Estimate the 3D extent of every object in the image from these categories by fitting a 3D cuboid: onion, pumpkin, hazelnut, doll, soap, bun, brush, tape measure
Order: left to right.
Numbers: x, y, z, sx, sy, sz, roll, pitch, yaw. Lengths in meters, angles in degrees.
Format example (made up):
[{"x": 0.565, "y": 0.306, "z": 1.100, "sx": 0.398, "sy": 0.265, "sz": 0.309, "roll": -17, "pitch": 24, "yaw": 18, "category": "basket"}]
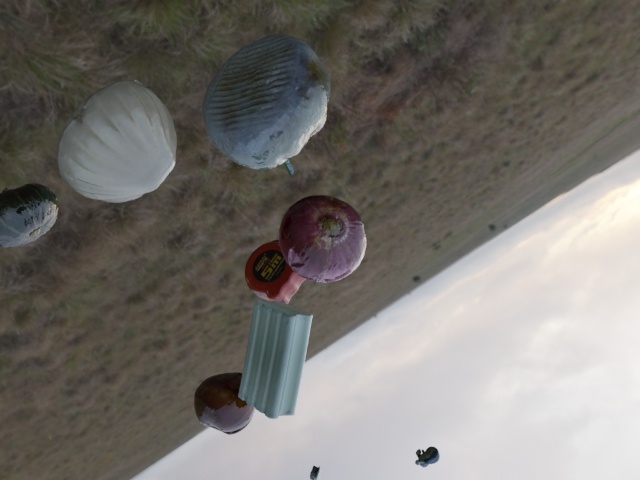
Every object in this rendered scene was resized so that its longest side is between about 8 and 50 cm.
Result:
[{"x": -0.821, "y": -0.072, "z": 1.541, "sx": 0.211, "sy": 0.152, "sz": 0.211, "roll": -45, "pitch": -175, "yaw": 5, "category": "pumpkin"}, {"x": -0.380, "y": -0.173, "z": 1.154, "sx": 0.263, "sy": 0.175, "sz": 0.263, "roll": -49, "pitch": 165, "yaw": -18, "category": "bun"}, {"x": -0.267, "y": 0.451, "z": 1.594, "sx": 0.177, "sy": 0.178, "sz": 0.204, "roll": -29, "pitch": 166, "yaw": -21, "category": "hazelnut"}, {"x": -0.131, "y": -0.351, "z": 1.463, "sx": 0.361, "sy": 0.362, "sz": 0.211, "roll": -36, "pitch": 145, "yaw": 15, "category": "bun"}, {"x": -0.118, "y": 0.302, "z": 1.462, "sx": 0.087, "sy": 0.266, "sz": 0.159, "roll": 7, "pitch": -175, "yaw": -44, "category": "soap"}, {"x": -0.172, "y": 0.120, "z": 2.258, "sx": 0.253, "sy": 0.260, "sz": 0.114, "roll": -54, "pitch": 146, "yaw": -12, "category": "tape measure"}, {"x": -0.017, "y": 0.751, "z": 1.793, "sx": 0.193, "sy": 0.032, "sz": 0.043, "roll": 92, "pitch": 19, "yaw": -55, "category": "brush"}, {"x": 0.003, "y": -0.005, "z": 1.110, "sx": 0.177, "sy": 0.178, "sz": 0.153, "roll": -27, "pitch": -168, "yaw": -33, "category": "onion"}, {"x": 0.362, "y": 0.724, "z": 1.900, "sx": 0.083, "sy": 0.051, "sz": 0.076, "roll": -33, "pitch": -169, "yaw": 16, "category": "doll"}]

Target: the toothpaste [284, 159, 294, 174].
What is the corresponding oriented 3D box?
[{"x": -0.138, "y": -0.318, "z": 2.398, "sx": 0.020, "sy": 0.083, "sz": 0.017, "roll": -33, "pitch": -164, "yaw": -29, "category": "toothpaste"}]
